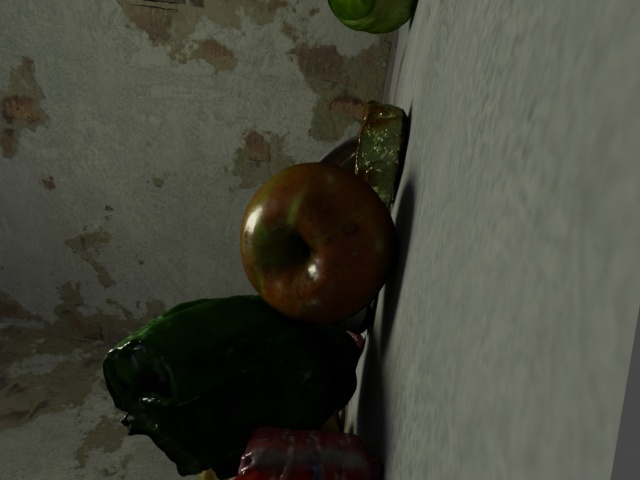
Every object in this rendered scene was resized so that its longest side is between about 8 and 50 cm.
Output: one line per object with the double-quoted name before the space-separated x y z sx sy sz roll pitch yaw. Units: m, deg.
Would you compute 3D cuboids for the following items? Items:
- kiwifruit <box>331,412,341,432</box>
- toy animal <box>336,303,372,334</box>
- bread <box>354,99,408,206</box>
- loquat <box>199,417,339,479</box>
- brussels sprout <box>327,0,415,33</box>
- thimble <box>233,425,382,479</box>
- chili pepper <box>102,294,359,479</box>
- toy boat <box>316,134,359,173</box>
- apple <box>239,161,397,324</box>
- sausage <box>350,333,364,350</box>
"kiwifruit" -0.048 0.430 1.050 0.234 0.196 0.196 32 -113 -85
"toy animal" 0.051 0.044 0.763 0.121 0.093 0.225 45 -125 -87
"bread" 0.090 -0.129 0.708 0.140 0.069 0.128 94 -175 -48
"loquat" -0.068 0.369 0.751 0.244 0.243 0.244 10 -90 -87
"brussels sprout" 0.112 -0.554 0.935 0.271 0.210 0.219 -151 65 -76
"thimble" -0.019 0.268 0.438 0.189 0.125 0.163 96 -178 -54
"chili pepper" -0.072 0.168 0.581 0.385 0.167 0.213 7 -112 -60
"toy boat" 0.050 -0.131 0.902 0.276 0.111 0.293 -41 8 1
"apple" 0.000 0.000 0.576 0.196 0.196 0.196 10 -90 -87
"sausage" 0.061 0.215 0.899 0.223 0.029 0.029 93 -173 -65
